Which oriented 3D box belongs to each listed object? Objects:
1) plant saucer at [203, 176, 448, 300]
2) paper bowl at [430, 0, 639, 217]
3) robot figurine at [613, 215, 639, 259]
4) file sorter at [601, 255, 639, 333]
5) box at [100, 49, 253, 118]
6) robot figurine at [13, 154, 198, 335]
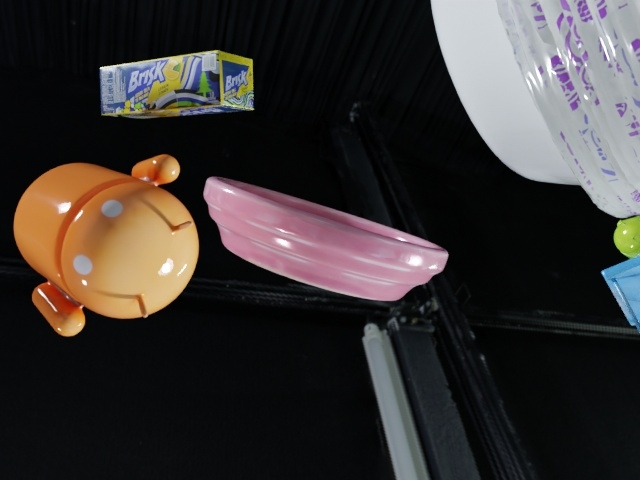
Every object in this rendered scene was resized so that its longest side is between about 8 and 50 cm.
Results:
[{"bbox_3d":[0.000,0.000,0.737,0.332,0.084,0.332,17,-175,-2],"label":"plant saucer"},{"bbox_3d":[0.183,-0.154,0.381,0.284,0.148,0.284,22,-119,-44],"label":"paper bowl"},{"bbox_3d":[0.547,0.003,0.931,0.115,0.067,0.101,26,-145,-31],"label":"robot figurine"},{"bbox_3d":[0.384,0.060,0.512,0.118,0.170,0.104,39,-148,-41],"label":"file sorter"},{"bbox_3d":[-0.155,-0.163,0.587,0.168,0.054,0.059,4,-171,28],"label":"box"},{"bbox_3d":[-0.201,-0.005,0.519,0.219,0.128,0.158,19,-143,40],"label":"robot figurine"}]
